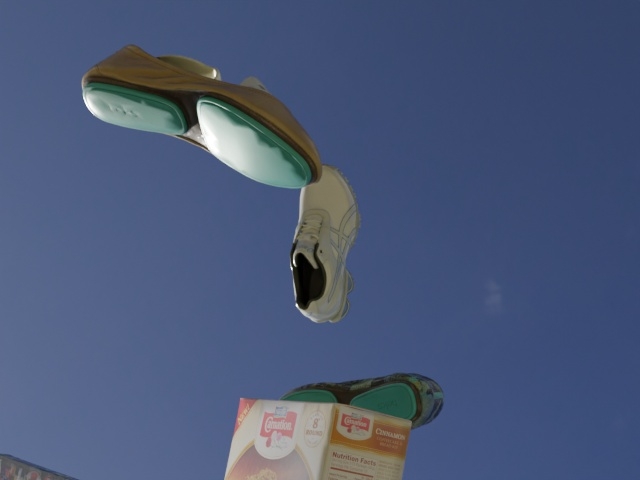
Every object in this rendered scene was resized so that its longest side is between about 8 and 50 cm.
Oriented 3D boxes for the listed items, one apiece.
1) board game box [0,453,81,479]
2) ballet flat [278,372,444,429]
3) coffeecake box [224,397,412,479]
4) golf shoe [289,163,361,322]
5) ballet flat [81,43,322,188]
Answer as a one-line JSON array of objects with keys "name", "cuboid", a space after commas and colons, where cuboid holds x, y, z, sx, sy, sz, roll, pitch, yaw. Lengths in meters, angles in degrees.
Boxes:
[{"name": "board game box", "cuboid": [-0.339, 0.334, 1.537, 0.030, 0.259, 0.136, 14, -98, -35]}, {"name": "ballet flat", "cuboid": [0.038, 0.161, 1.238, 0.188, 0.070, 0.070, -11, -62, 40]}, {"name": "coffeecake box", "cuboid": [-0.016, 0.209, 0.925, 0.068, 0.142, 0.186, 18, -104, -28]}, {"name": "golf shoe", "cuboid": [0.000, 0.000, 1.414, 0.069, 0.086, 0.176, -6, -98, 22]}, {"name": "ballet flat", "cuboid": [-0.086, -0.110, 1.043, 0.232, 0.073, 0.080, 22, -37, 24]}]
